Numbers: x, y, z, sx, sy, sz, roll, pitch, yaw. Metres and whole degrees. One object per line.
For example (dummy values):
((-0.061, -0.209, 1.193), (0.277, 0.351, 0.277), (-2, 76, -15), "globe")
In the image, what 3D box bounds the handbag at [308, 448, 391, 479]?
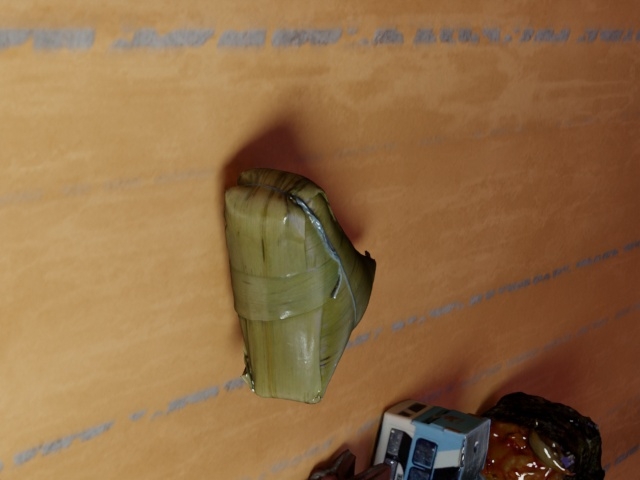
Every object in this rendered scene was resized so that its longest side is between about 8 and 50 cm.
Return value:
((-0.016, 0.404, 1.781), (0.260, 0.084, 0.276), (-32, 133, -48), "handbag")

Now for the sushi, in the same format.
((0.284, 0.364, 2.183), (0.182, 0.196, 0.343), (-44, 143, -54), "sushi")

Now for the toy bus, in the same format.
((0.119, 0.349, 1.933), (0.106, 0.131, 0.297), (-16, 121, -64), "toy bus")

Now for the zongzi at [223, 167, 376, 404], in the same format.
((0.000, 0.000, 1.530), (0.256, 0.115, 0.228), (-48, 141, -48), "zongzi")
